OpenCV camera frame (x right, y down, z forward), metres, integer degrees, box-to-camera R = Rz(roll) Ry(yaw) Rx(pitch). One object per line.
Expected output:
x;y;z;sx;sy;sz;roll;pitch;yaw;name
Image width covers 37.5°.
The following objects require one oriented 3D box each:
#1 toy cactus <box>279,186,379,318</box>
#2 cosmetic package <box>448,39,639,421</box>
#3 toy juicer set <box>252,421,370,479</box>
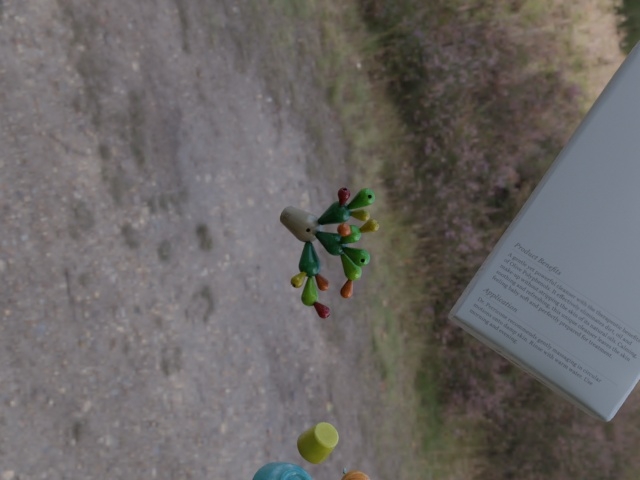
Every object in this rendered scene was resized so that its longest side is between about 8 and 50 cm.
0.000;0.000;1.541;0.112;0.180;0.219;0;116;-54;toy cactus
0.318;-0.014;1.008;0.365;0.197;0.155;-54;173;-1;cosmetic package
-0.039;0.489;1.698;0.209;0.089;0.329;48;43;10;toy juicer set
